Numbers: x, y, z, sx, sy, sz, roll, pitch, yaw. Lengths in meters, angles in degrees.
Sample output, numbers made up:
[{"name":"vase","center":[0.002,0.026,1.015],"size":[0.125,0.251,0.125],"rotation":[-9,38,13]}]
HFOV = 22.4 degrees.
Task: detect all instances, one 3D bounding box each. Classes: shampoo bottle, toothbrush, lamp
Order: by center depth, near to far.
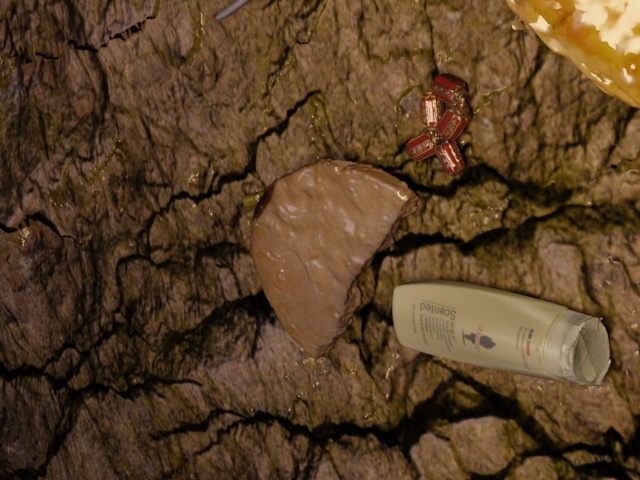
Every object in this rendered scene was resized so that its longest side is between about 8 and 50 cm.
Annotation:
[{"name":"lamp","center":[0.102,-0.100,1.353],"size":[0.063,0.031,0.083],"rotation":[27,122,40]},{"name":"shampoo bottle","center":[0.148,0.076,1.358],"size":[0.212,0.049,0.072],"rotation":[9,109,48]},{"name":"toothbrush","center":[-0.047,-0.235,1.486],"size":[0.193,0.013,0.019],"rotation":[-19,100,52]}]

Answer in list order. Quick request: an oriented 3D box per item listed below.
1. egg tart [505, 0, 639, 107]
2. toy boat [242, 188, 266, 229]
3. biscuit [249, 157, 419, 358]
[{"name":"egg tart","center":[0.244,-0.217,0.952],"size":[0.388,0.169,0.388],"rotation":[34,157,17]},{"name":"toy boat","center":[-0.032,-0.024,1.560],"size":[0.115,0.016,0.063],"rotation":[-15,94,53]},{"name":"biscuit","center":[-0.004,0.000,1.500],"size":[0.133,0.032,0.250],"rotation":[39,136,12]}]
